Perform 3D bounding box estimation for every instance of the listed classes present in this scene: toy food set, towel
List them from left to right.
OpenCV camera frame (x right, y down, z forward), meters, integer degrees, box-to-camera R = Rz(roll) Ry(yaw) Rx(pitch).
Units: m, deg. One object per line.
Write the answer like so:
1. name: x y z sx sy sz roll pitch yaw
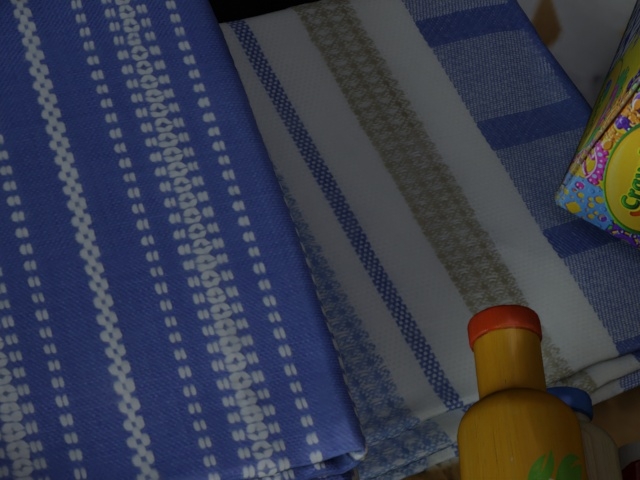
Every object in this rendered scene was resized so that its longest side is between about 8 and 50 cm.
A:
1. towel: -0.175 0.015 0.520 0.335 0.040 0.243 -12 61 -15
2. towel: 0.000 0.000 0.611 0.285 0.034 0.209 -17 64 -27
3. toy food set: 0.148 0.096 0.549 0.232 0.111 0.105 6 58 -13

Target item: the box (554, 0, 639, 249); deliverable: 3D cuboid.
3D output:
1. box: 0.287 -0.090 0.653 0.279 0.177 0.290 28 50 -1
